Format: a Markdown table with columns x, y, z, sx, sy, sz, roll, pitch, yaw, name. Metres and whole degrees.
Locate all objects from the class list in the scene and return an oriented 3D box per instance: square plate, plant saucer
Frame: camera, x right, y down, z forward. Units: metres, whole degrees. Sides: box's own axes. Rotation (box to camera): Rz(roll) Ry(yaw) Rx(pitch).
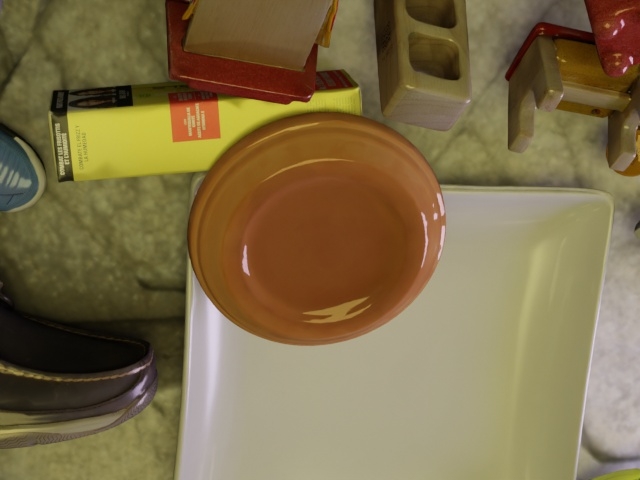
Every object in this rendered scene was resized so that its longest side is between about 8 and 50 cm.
| x | y | z | sx | sy | sz | roll | pitch | yaw | name |
| --- | --- | --- | --- | --- | --- | --- | --- | --- | --- |
| 0.053 | 0.113 | 1.271 | 0.344 | 0.049 | 0.347 | 2 | 106 | -9 | square plate |
| 0.000 | 0.000 | 1.163 | 0.200 | 0.037 | 0.200 | -4 | 119 | -7 | plant saucer |

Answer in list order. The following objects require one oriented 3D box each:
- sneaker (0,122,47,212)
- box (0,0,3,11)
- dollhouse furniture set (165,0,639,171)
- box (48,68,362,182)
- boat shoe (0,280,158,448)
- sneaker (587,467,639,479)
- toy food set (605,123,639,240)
| x | y | z | sx | sy | sz | roll | pitch | yaw | name |
| --- | --- | --- | --- | --- | --- | --- | --- | --- | --- |
| -0.306 | -0.072 | 1.149 | 0.211 | 0.081 | 0.080 | 23 | 100 | -15 | sneaker |
| -0.338 | -0.171 | 1.015 | 0.231 | 0.262 | 0.127 | -17 | 113 | -2 | box |
| 0.086 | -0.195 | 1.090 | 0.374 | 0.152 | 0.201 | 9 | 145 | -15 | dollhouse furniture set |
| -0.088 | -0.089 | 1.173 | 0.232 | 0.087 | 0.058 | -4 | 107 | -6 | box |
| -0.298 | 0.073 | 1.167 | 0.355 | 0.132 | 0.130 | 4 | 106 | -10 | boat shoe |
| 0.320 | 0.327 | 1.340 | 0.123 | 0.109 | 0.295 | -25 | 108 | 4 | sneaker |
| 0.332 | -0.015 | 1.266 | 0.111 | 0.104 | 0.232 | -39 | 90 | 18 | toy food set |
